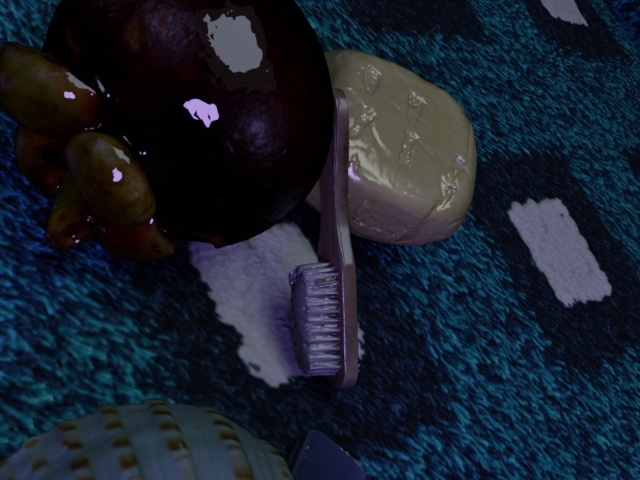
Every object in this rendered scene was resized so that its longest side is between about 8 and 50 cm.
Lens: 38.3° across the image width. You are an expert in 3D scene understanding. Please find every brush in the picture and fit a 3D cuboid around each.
[{"bbox_3d":[0.000,0.000,0.998,0.065,0.070,0.327,-2,95,-22],"label":"brush"}]

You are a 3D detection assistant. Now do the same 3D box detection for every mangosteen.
[{"bbox_3d":[-0.153,-0.124,0.906,0.347,0.307,0.307,-41,89,-26],"label":"mangosteen"}]

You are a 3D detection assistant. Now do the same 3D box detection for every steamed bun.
[{"bbox_3d":[0.063,-0.107,1.193,0.273,0.166,0.232,22,57,-23],"label":"steamed bun"}]

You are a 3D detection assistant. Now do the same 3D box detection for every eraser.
[{"bbox_3d":[-0.020,0.283,0.865,0.082,0.036,0.225,40,38,-11],"label":"eraser"}]

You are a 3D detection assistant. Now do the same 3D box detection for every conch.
[{"bbox_3d":[-0.100,0.269,0.612,0.319,0.215,0.302,-10,97,-40],"label":"conch"}]
